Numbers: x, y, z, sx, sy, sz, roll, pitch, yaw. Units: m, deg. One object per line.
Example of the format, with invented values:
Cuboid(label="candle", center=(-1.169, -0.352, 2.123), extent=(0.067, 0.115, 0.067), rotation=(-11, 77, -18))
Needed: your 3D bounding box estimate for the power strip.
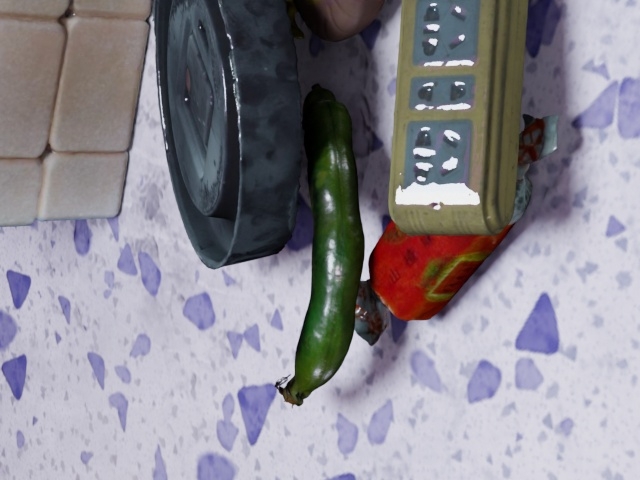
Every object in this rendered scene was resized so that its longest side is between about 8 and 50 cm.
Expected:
Cuboid(label="power strip", center=(0.107, -0.197, 1.019), extent=(0.092, 0.066, 0.388), rotation=(0, 82, 31))

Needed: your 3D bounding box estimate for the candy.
Cuboid(label="candy", center=(0.098, -0.008, 1.097), extent=(0.292, 0.059, 0.086), rotation=(-54, 55, 39))

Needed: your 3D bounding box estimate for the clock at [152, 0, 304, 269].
Cuboid(label="clock", center=(-0.089, -0.130, 1.231), extent=(0.312, 0.061, 0.313), rotation=(173, 90, -72))

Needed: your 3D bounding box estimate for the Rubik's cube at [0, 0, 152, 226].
Cuboid(label="Rubik's cube", center=(-0.403, -0.212, 1.491), extent=(0.322, 0.315, 0.319), rotation=(30, 115, 44))

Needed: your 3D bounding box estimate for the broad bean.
Cuboid(label="broad bean", center=(0.000, 0.000, 1.167), extent=(0.144, 0.049, 0.292), rotation=(170, 106, -70))

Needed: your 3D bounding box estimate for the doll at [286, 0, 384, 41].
Cuboid(label="doll", center=(-0.005, -0.231, 1.182), extent=(0.188, 0.096, 0.145), rotation=(-50, 52, 54))
